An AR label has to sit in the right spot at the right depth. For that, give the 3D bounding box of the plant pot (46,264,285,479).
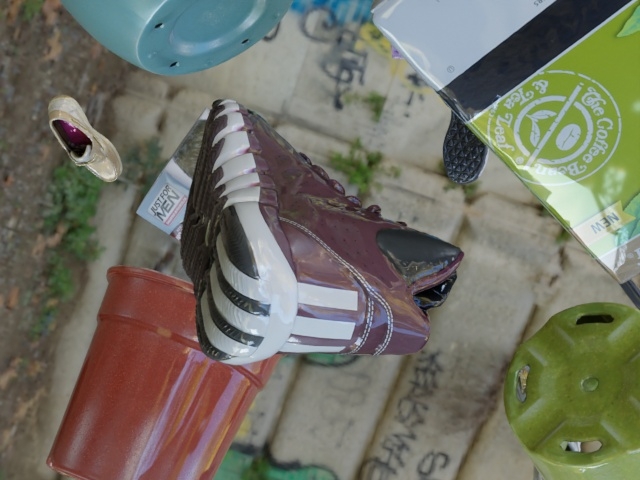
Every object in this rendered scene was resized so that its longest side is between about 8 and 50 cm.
[{"bbox_3d":[-0.213,0.211,1.255,0.272,0.272,0.265,119,-6,-70],"label":"plant pot"}]

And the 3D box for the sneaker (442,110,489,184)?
[{"bbox_3d":[0.278,-0.218,1.714,0.097,0.084,0.235,-14,109,-63],"label":"sneaker"}]

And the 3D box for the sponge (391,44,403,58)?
[{"bbox_3d":[0.157,-0.272,1.210,0.210,0.117,0.031,-68,150,-64],"label":"sponge"}]

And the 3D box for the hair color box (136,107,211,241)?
[{"bbox_3d":[-0.084,-0.028,1.530,0.113,0.374,0.185,-48,-167,41],"label":"hair color box"}]

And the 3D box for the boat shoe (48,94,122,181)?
[{"bbox_3d":[-0.369,-0.145,1.474,0.170,0.063,0.059,56,23,-39],"label":"boat shoe"}]

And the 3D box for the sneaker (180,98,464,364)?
[{"bbox_3d":[0.000,0.000,0.614,0.281,0.162,0.106,-108,-147,-60],"label":"sneaker"}]

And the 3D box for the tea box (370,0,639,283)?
[{"bbox_3d":[0.271,-0.203,0.752,0.329,0.323,0.220,-37,-159,30],"label":"tea box"}]

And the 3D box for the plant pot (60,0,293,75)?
[{"bbox_3d":[-0.154,-0.317,0.978,0.293,0.235,0.293,-28,166,-8],"label":"plant pot"}]

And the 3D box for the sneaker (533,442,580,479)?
[{"bbox_3d":[0.383,0.423,1.545,0.121,0.099,0.262,1,84,-79],"label":"sneaker"}]

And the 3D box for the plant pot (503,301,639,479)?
[{"bbox_3d":[0.326,0.201,1.010,0.276,0.254,0.276,-23,-135,25],"label":"plant pot"}]

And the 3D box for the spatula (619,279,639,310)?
[{"bbox_3d":[0.490,0.007,1.642,0.030,0.296,0.084,-27,172,-16],"label":"spatula"}]
